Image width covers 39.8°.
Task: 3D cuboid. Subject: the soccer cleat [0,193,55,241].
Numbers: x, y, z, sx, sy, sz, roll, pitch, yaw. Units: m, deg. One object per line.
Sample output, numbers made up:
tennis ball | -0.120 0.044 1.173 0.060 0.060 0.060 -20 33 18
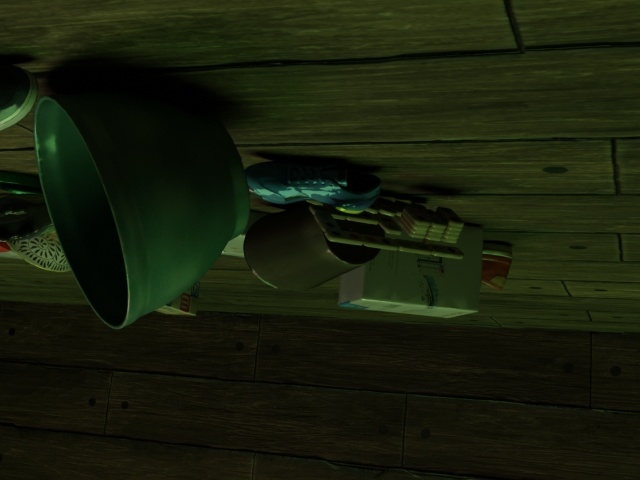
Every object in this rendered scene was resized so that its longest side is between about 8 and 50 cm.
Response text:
soccer cleat | -0.470 -0.059 1.627 0.289 0.093 0.121 -7 -160 -13

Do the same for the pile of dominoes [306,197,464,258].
pile of dominoes | 0.103 -0.044 1.410 0.251 0.040 0.196 8 -156 -23

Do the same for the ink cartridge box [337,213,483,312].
ink cartridge box | 0.172 0.052 1.701 0.233 0.168 0.171 8 170 -13

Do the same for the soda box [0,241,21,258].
soda box | -0.703 -0.030 1.868 0.091 0.098 0.286 4 169 3

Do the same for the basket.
basket | 0.000 0.000 1.580 0.205 0.154 0.227 4 168 -28

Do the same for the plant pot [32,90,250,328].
plant pot | -0.212 -0.058 1.110 0.196 0.293 0.293 -19 -178 -28

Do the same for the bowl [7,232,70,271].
bowl | -0.556 -0.021 1.816 0.170 0.080 0.170 30 -157 -15

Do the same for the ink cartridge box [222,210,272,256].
ink cartridge box | -0.203 -0.018 1.802 0.275 0.060 0.239 9 170 -22

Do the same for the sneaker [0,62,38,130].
sneaker | -0.448 -0.180 0.981 0.226 0.086 0.163 3 172 17

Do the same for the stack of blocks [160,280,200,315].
stack of blocks | -0.378 0.065 2.022 0.087 0.171 0.297 1 168 19

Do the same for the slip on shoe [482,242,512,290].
slip on shoe | 0.246 0.059 1.892 0.332 0.101 0.123 0 170 30

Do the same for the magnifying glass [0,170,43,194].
magnifying glass | -0.592 -0.113 1.574 0.231 0.026 0.092 16 165 -43

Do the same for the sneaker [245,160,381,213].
sneaker | -0.010 -0.093 1.323 0.210 0.069 0.082 9 154 -16
